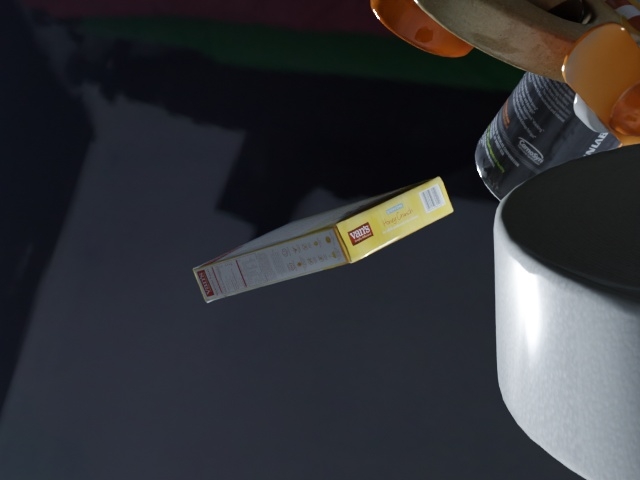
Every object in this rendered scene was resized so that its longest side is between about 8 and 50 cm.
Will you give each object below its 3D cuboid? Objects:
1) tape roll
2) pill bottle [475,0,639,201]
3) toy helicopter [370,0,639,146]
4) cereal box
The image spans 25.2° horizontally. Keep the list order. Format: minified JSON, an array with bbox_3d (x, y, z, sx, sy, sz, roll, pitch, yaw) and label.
[{"bbox_3d":[0.257,0.017,0.526,0.392,0.072,0.392,-3,14,1],"label":"tape roll"},{"bbox_3d":[0.262,-0.139,1.405,0.130,0.130,0.245,19,-45,-13],"label":"pill bottle"},{"bbox_3d":[0.218,-0.132,0.980,0.355,0.140,0.235,16,30,-22],"label":"toy helicopter"},{"bbox_3d":[0.000,0.000,1.529,0.173,0.047,0.240,-26,6,-42],"label":"cereal box"}]
